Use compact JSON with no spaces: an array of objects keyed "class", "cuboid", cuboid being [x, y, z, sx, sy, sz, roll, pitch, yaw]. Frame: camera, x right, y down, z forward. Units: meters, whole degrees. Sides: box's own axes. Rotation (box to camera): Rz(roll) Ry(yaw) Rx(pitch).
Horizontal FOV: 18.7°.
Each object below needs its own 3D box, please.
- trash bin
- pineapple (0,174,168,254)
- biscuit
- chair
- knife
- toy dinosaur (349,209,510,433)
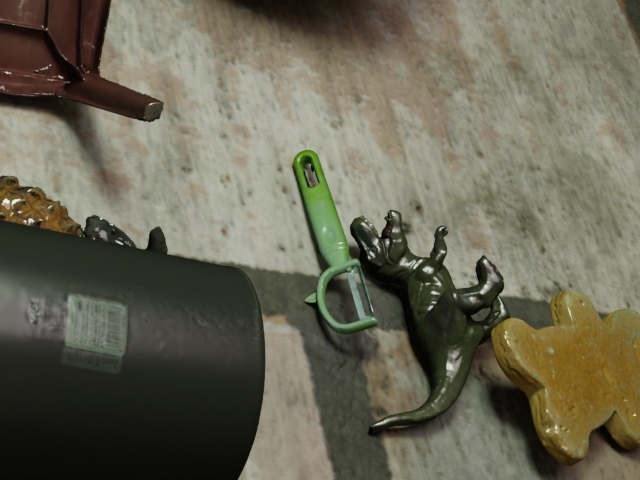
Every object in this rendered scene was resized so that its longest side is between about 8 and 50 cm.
[{"class":"trash bin","cuboid":[-0.222,0.079,1.300,0.334,0.214,0.214,7,49,-27]},{"class":"pineapple","cuboid":[-0.177,0.032,1.473,0.237,0.119,0.111,21,-1,-25]},{"class":"biscuit","cuboid":[0.238,0.117,1.713,0.234,0.030,0.153,-19,83,-53]},{"class":"chair","cuboid":[-0.260,-0.214,1.628,0.176,0.183,0.326,8,4,-29]},{"class":"knife","cuboid":[0.000,0.000,1.678,0.054,0.015,0.212,-21,49,5]},{"class":"toy dinosaur","cuboid":[0.070,0.075,1.669,0.179,0.087,0.187,-37,57,-11]}]
